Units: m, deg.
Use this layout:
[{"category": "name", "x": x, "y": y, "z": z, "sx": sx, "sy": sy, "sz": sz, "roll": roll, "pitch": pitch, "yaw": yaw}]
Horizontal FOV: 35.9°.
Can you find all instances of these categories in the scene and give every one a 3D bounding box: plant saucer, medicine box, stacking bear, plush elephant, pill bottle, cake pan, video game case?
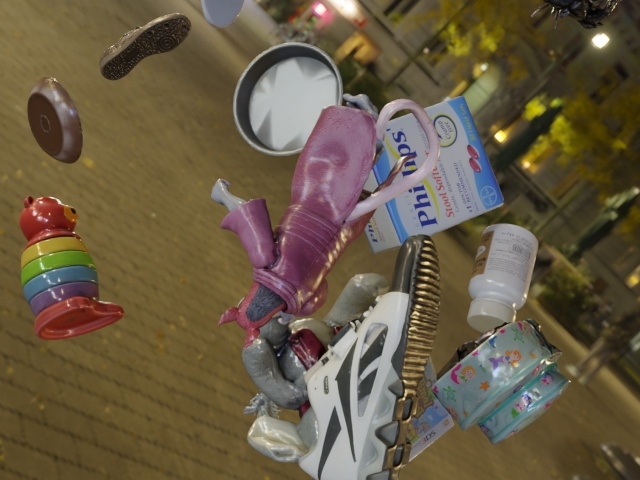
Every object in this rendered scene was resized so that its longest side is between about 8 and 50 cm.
[{"category": "plant saucer", "x": -0.593, "y": -0.259, "z": 2.175, "sx": 0.036, "sy": 0.199, "sz": 0.198, "roll": -26, "pitch": 66, "yaw": -39}, {"category": "medicine box", "x": 0.215, "y": -0.145, "z": 2.180, "sx": 0.149, "sy": 0.289, "sz": 0.264, "roll": -16, "pitch": -84, "yaw": 64}, {"category": "stacking bear", "x": -0.541, "y": 0.043, "z": 2.036, "sx": 0.175, "sy": 0.164, "sz": 0.289, "roll": 25, "pitch": 43, "yaw": -64}, {"category": "plush elephant", "x": 0.009, "y": 0.245, "z": 1.594, "sx": 0.271, "sy": 0.330, "sz": 0.255, "roll": 3, "pitch": 32, "yaw": -41}, {"category": "pill bottle", "x": 0.401, "y": 0.089, "z": 2.204, "sx": 0.131, "sy": 0.229, "sz": 0.131, "roll": 15, "pitch": -27, "yaw": 8}, {"category": "cake pan", "x": -0.075, "y": -0.344, "z": 2.449, "sx": 0.293, "sy": 0.293, "sz": 0.054, "roll": 49, "pitch": 8, "yaw": 22}, {"category": "video game case", "x": 0.166, "y": 0.331, "z": 1.967, "sx": 0.023, "sy": 0.193, "sz": 0.212, "roll": 5, "pitch": -59, "yaw": 54}]

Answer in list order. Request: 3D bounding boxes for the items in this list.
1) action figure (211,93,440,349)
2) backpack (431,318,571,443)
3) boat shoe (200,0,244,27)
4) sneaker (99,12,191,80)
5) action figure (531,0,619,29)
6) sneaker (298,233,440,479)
[{"category": "action figure", "x": 0.000, "y": 0.000, "z": 1.367, "sx": 0.275, "sy": 0.370, "sz": 0.248, "roll": 7, "pitch": -31, "yaw": 47}, {"category": "backpack", "x": 0.325, "y": 0.252, "z": 1.793, "sx": 0.191, "sy": 0.225, "sz": 0.253, "roll": 54, "pitch": 15, "yaw": 21}, {"category": "boat shoe", "x": -0.179, "y": -0.472, "z": 1.686, "sx": 0.080, "sy": 0.229, "sz": 0.076, "roll": -3, "pitch": 0, "yaw": -27}, {"category": "sneaker", "x": -0.322, "y": -0.364, "z": 1.779, "sx": 0.066, "sy": 0.188, "sz": 0.071, "roll": 53, "pitch": 12, "yaw": -46}, {"category": "action figure", "x": 0.458, "y": -0.448, "z": 1.649, "sx": 0.164, "sy": 0.141, "sz": 0.275, "roll": 32, "pitch": -15, "yaw": -11}, {"category": "sneaker", "x": 0.052, "y": 0.143, "z": 1.196, "sx": 0.146, "sy": 0.331, "sz": 0.122, "roll": 12, "pitch": -8, "yaw": 25}]
